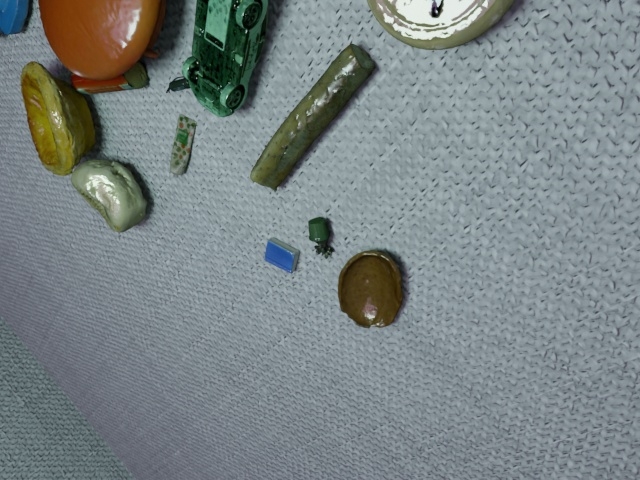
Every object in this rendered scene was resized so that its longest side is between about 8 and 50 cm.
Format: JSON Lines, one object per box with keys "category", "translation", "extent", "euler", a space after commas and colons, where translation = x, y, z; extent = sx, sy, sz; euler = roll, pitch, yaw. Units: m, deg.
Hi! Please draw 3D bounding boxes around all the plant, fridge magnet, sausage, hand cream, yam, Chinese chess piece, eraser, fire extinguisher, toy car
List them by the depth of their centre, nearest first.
{"category": "Chinese chess piece", "translation": [0.187, -0.430, 0.688], "extent": [0.257, 0.104, 0.258], "euler": [14, 119, 26]}
{"category": "toy car", "translation": [-0.182, -0.404, 0.911], "extent": [0.136, 0.125, 0.306], "euler": [37, 138, 13]}
{"category": "yam", "translation": [-0.033, -0.238, 0.930], "extent": [0.083, 0.083, 0.371], "euler": [47, 127, 4]}
{"category": "fridge magnet", "translation": [-0.477, -0.535, 0.981], "extent": [0.363, 0.155, 0.364], "euler": [4, 100, 25]}
{"category": "plant", "translation": [0.000, 0.000, 1.037], "extent": [0.051, 0.051, 0.102], "euler": [2, 118, 30]}
{"category": "fire extinguisher", "translation": [-0.339, -0.376, 1.081], "extent": [0.083, 0.025, 0.038], "euler": [-1, 74, 31]}
{"category": "eraser", "translation": [-0.098, 0.038, 1.127], "extent": [0.084, 0.027, 0.063], "euler": [26, 122, 19]}
{"category": "hand cream", "translation": [-0.357, -0.237, 1.156], "extent": [0.057, 0.037, 0.165], "euler": [30, 118, 16]}
{"category": "sausage", "translation": [-0.563, -0.419, 1.161], "extent": [0.263, 0.083, 0.083], "euler": [6, 115, 30]}

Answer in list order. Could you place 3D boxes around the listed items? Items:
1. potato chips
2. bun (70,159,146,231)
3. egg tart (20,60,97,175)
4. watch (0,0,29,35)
{"category": "potato chips", "translation": [0.115, 0.110, 1.019], "extent": [0.150, 0.049, 0.202], "euler": [8, 114, 24]}
{"category": "bun", "translation": [-0.589, -0.135, 1.279], "extent": [0.229, 0.145, 0.229], "euler": [39, 160, 17]}
{"category": "egg tart", "translation": [-0.724, -0.334, 1.257], "extent": [0.318, 0.128, 0.319], "euler": [23, 123, 39]}
{"category": "watch", "translation": [-0.955, -0.650, 1.166], "extent": [0.305, 0.274, 0.242], "euler": [-34, 93, 32]}
